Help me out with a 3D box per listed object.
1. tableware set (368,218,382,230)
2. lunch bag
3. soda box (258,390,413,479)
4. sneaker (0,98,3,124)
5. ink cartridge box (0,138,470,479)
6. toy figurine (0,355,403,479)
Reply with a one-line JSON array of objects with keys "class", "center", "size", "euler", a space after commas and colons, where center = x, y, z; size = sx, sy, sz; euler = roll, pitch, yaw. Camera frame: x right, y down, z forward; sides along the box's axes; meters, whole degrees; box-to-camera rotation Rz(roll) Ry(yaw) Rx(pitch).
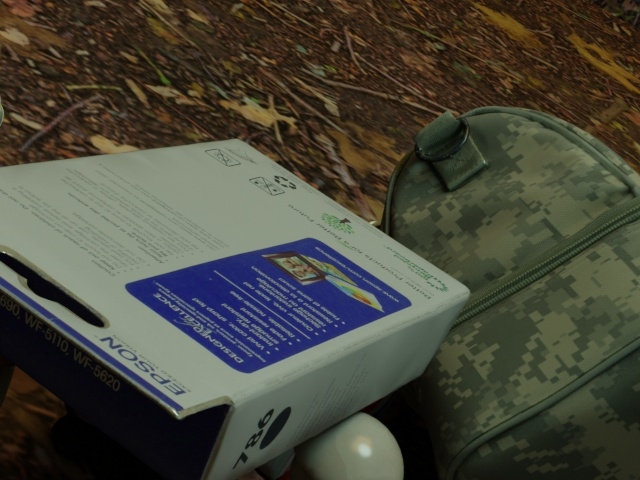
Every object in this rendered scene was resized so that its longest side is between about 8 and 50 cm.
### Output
[{"class": "tableware set", "center": [0.000, 0.000, 1.168], "size": [0.194, 0.128, 0.039], "euler": [-14, 88, -63]}, {"class": "lunch bag", "center": [0.176, 0.078, 1.036], "size": [0.305, 0.213, 0.256], "euler": [46, 18, -41]}, {"class": "soda box", "center": [0.020, 0.074, 1.098], "size": [0.092, 0.083, 0.263], "euler": [41, 23, 17]}, {"class": "sneaker", "center": [-0.236, -0.023, 0.985], "size": [0.126, 0.091, 0.240], "euler": [52, 22, -3]}, {"class": "ink cartridge box", "center": [-0.061, 0.026, 0.743], "size": [0.165, 0.065, 0.333], "euler": [34, 17, 17]}, {"class": "toy figurine", "center": [-0.089, 0.104, 0.805], "size": [0.213, 0.148, 0.209], "euler": [1, 38, -52]}]
